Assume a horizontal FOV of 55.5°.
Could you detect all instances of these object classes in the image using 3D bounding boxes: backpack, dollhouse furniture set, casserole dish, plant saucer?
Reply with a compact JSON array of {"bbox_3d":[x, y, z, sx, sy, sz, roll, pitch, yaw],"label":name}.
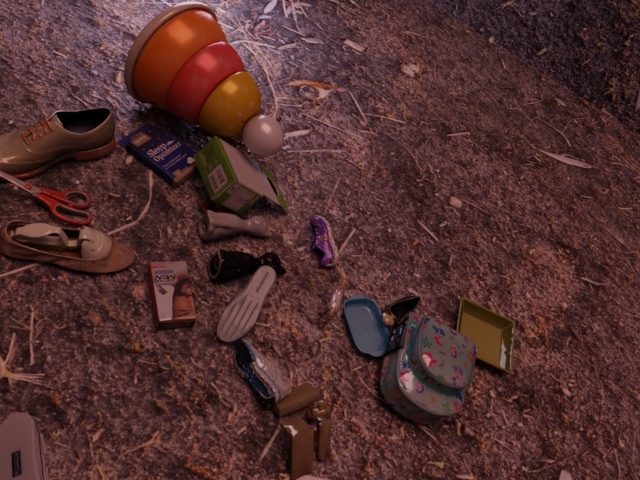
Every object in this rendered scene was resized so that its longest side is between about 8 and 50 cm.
[{"bbox_3d":[0.278,0.335,1.576,0.225,0.191,0.254,32,55,-11],"label":"backpack"},{"bbox_3d":[-0.046,0.447,1.440,0.144,0.123,0.151,-14,27,-32],"label":"dollhouse furniture set"},{"bbox_3d":[0.123,0.239,1.672,0.114,0.037,0.189,-3,56,-26],"label":"casserole dish"},{"bbox_3d":[0.476,0.285,1.794,0.188,0.045,0.188,26,48,-6],"label":"plant saucer"}]

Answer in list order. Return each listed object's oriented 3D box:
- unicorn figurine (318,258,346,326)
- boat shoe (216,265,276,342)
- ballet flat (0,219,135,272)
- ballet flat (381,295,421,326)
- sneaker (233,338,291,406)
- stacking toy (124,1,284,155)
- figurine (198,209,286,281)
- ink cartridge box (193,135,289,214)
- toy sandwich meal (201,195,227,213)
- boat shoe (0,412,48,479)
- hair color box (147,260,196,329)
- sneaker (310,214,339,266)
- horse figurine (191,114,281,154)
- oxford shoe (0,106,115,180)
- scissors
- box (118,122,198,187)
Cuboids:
[{"bbox_3d":[0.038,0.151,1.649,0.060,0.111,0.162,14,50,-14],"label":"unicorn figurine"},{"bbox_3d":[-0.186,0.169,1.559,0.083,0.076,0.226,38,68,-1],"label":"boat shoe"},{"bbox_3d":[-0.605,0.010,1.463,0.315,0.106,0.108,6,53,-21],"label":"ballet flat"},{"bbox_3d":[0.226,0.193,1.725,0.173,0.049,0.058,-28,83,-49],"label":"ballet flat"},{"bbox_3d":[-0.140,0.314,1.474,0.082,0.071,0.191,-6,48,-48],"label":"sneaker"},{"bbox_3d":[-0.296,-0.419,1.773,0.480,0.351,0.350,43,49,10],"label":"stacking toy"},{"bbox_3d":[-0.212,0.009,1.670,0.209,0.092,0.215,1,53,-34],"label":"figurine"},{"bbox_3d":[-0.225,-0.164,1.777,0.255,0.097,0.189,30,26,-50],"label":"ink cartridge box"},{"bbox_3d":[-0.299,-0.102,1.741,0.085,0.029,0.086,13,51,-16],"label":"toy sandwich meal"},{"bbox_3d":[-0.561,0.464,1.149,0.096,0.088,0.268,-19,56,-8],"label":"boat shoe"},{"bbox_3d":[-0.370,0.134,1.512,0.093,0.053,0.167,-2,57,-27],"label":"hair color box"},{"bbox_3d":[0.000,0.000,1.780,0.071,0.068,0.170,-8,59,-23],"label":"sneaker"},{"bbox_3d":[-0.249,-0.337,1.916,0.174,0.066,0.263,41,56,18],"label":"horse figurine"},{"bbox_3d":[-0.731,-0.272,1.589,0.396,0.146,0.141,-26,71,-33],"label":"oxford shoe"},{"bbox_3d":[-0.716,-0.117,1.522,0.297,0.021,0.109,20,50,-29],"label":"scissors"},{"bbox_3d":[-0.465,-0.261,1.784,0.225,0.037,0.136,36,48,6],"label":"box"}]
